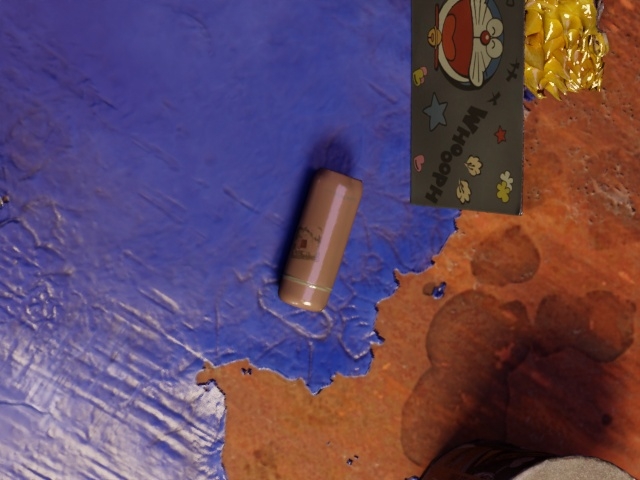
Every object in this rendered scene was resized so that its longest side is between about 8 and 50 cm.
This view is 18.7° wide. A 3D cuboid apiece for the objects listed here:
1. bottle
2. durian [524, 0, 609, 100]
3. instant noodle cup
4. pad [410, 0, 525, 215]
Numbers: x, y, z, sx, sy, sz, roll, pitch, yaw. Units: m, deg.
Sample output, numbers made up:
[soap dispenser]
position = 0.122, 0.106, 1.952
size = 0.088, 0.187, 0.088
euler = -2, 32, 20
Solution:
[bottle]
position = 0.000, 0.000, 1.943
size = 0.053, 0.053, 0.140
euler = 17, 90, -20
[durian]
position = 0.221, -0.281, 1.923
size = 0.185, 0.195, 0.305
euler = -10, 101, -12
[instant noodle cup]
position = 0.205, 0.303, 1.968
size = 0.217, 0.207, 0.217
euler = -2, 96, -21
[pad]
position = 0.145, -0.151, 1.920
size = 0.006, 0.170, 0.245
euler = -4, 98, -38
